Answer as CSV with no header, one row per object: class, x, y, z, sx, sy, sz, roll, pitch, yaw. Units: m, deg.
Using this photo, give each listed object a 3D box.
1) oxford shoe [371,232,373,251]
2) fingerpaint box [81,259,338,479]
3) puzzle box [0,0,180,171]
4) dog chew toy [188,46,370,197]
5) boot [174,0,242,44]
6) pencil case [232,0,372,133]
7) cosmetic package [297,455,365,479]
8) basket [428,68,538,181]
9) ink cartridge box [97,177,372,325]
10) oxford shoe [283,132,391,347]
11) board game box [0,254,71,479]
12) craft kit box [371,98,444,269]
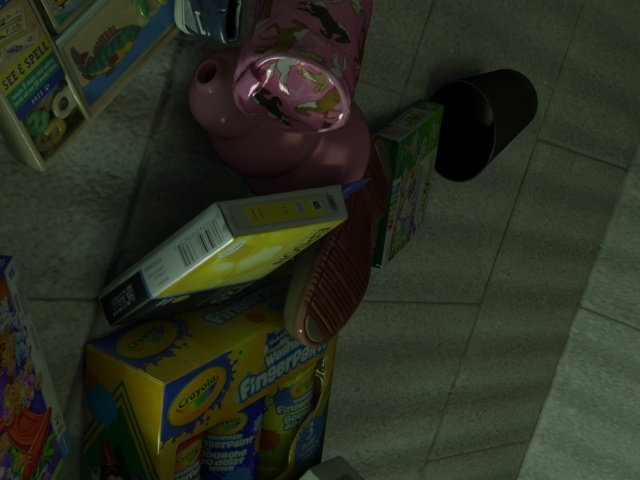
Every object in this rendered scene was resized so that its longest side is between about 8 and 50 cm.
oxford shoe,0.030,-0.036,2.208,0.098,0.097,0.271,-11,114,-35
fingerpaint box,-0.162,0.270,2.003,0.445,0.163,0.371,-26,130,-50
puzzle box,-0.273,-0.316,1.553,0.409,0.052,0.272,-52,146,-25
dog chew toy,-0.069,-0.170,1.846,0.332,0.207,0.206,34,79,-51
boot,-0.137,-0.345,1.612,0.069,0.086,0.190,-36,137,-43
pencil case,-0.014,-0.327,1.721,0.160,0.167,0.386,77,18,-56
cosmetic package,-0.069,0.558,2.152,0.385,0.156,0.217,-49,167,9
basket,0.318,-0.244,2.462,0.227,0.154,0.204,-35,138,-49
ink cartridge box,-0.110,0.019,1.797,0.307,0.072,0.304,-8,159,-45
oxford shoe,0.000,0.000,2.005,0.140,0.147,0.397,63,37,-42
board game box,-0.418,0.220,1.562,0.233,0.078,0.347,-70,161,-47
craft kit box,0.147,-0.106,2.317,0.246,0.061,0.249,-46,147,-60
